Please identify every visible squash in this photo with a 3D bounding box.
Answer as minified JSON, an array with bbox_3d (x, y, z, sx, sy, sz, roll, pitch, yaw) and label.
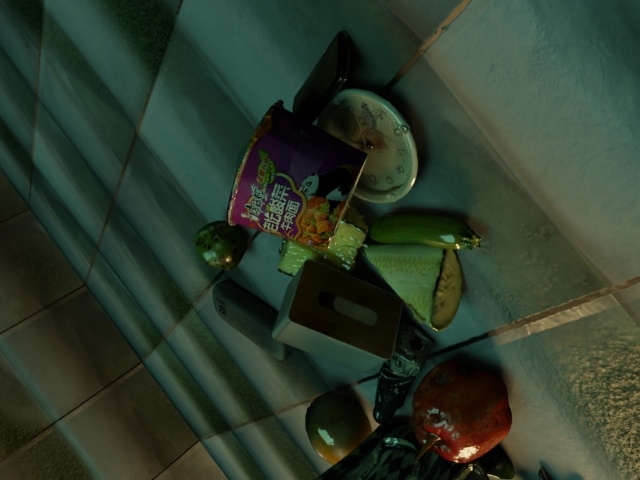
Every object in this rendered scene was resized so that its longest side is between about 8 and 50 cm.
[{"bbox_3d":[0.168,0.095,1.222,0.093,0.169,0.252,24,164,-38],"label":"squash"},{"bbox_3d":[0.193,-0.022,1.134,0.258,0.069,0.069,5,122,46],"label":"squash"}]

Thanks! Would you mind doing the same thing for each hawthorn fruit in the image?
[{"bbox_3d":[0.269,0.373,1.221,0.207,0.243,0.207,33,142,30],"label":"hawthorn fruit"}]

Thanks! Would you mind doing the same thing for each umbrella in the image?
[{"bbox_3d":[0.173,0.339,1.418,0.106,0.113,0.357,20,137,8],"label":"umbrella"}]

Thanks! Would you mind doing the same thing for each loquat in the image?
[{"bbox_3d":[0.054,0.540,1.674,0.179,0.179,0.227,-12,113,53],"label":"loquat"}]

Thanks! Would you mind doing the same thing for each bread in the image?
[{"bbox_3d":[0.000,0.000,1.327,0.178,0.141,0.266,12,138,-8],"label":"bread"}]

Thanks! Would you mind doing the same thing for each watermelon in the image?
[{"bbox_3d":[0.355,0.508,1.375,0.182,0.075,0.091,19,132,40],"label":"watermelon"}]

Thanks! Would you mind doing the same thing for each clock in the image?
[{"bbox_3d":[0.096,-0.183,1.124,0.237,0.053,0.236,30,140,29],"label":"clock"}]

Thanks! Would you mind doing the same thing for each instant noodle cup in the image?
[{"bbox_3d":[-0.034,-0.106,1.079,0.190,0.251,0.251,23,140,2],"label":"instant noodle cup"}]

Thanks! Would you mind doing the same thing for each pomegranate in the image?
[{"bbox_3d":[-0.265,0.017,1.663,0.169,0.122,0.143,44,-162,-53],"label":"pomegranate"}]

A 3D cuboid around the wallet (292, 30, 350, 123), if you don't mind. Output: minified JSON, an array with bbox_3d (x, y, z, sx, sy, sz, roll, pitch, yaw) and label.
[{"bbox_3d":[-0.003,-0.293,1.118,0.031,0.110,0.198,15,151,-22],"label":"wallet"}]

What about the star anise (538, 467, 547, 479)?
[{"bbox_3d":[0.524,0.625,1.255,0.272,0.103,0.271,27,134,33],"label":"star anise"}]

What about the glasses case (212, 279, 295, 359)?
[{"bbox_3d":[-0.207,0.243,1.813,0.323,0.074,0.131,29,137,32],"label":"glasses case"}]

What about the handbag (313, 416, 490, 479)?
[{"bbox_3d":[0.166,0.587,1.367,0.180,0.317,0.416,62,161,-5],"label":"handbag"}]

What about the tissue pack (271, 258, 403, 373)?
[{"bbox_3d":[0.036,0.176,1.322,0.246,0.159,0.136,23,147,-10],"label":"tissue pack"}]

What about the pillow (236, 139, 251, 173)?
[{"bbox_3d":[-0.132,-0.134,1.362,0.233,0.086,0.214,-26,77,60],"label":"pillow"}]
